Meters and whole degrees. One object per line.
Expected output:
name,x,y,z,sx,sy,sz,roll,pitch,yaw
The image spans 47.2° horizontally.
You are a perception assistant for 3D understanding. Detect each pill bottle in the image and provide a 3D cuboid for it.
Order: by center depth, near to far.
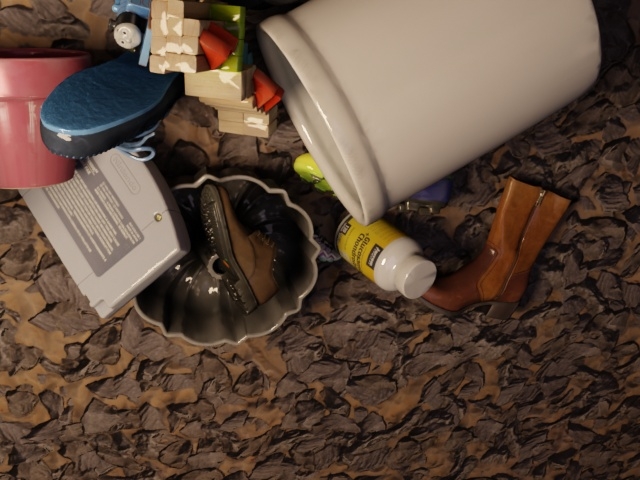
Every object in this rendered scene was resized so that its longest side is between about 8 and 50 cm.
pill bottle,0.114,0.025,1.285,0.103,0.184,0.103,-20,128,-29

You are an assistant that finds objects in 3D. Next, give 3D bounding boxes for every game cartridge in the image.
game cartridge,-0.333,-0.056,1.120,0.198,0.062,0.297,-37,76,6

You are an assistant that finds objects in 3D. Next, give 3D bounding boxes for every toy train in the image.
toy train,-0.238,-0.321,1.028,0.105,0.184,0.080,10,140,-17

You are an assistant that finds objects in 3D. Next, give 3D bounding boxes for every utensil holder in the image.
utensil holder,0.152,-0.250,1.063,0.386,0.327,0.327,-28,121,-4

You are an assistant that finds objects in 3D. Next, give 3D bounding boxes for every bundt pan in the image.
bundt pan,-0.172,0.013,1.256,0.331,0.124,0.330,-6,120,-10

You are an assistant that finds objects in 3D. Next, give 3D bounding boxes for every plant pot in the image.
plant pot,-0.422,-0.174,1.034,0.201,0.201,0.180,-2,108,-12

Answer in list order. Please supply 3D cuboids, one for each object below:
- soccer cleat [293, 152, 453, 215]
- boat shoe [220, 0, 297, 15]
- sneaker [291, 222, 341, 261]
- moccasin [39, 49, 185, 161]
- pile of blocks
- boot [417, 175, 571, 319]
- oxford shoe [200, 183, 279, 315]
soccer cleat,0.095,-0.123,1.282,0.289,0.093,0.121,11,85,-14
boat shoe,-0.137,-0.500,0.897,0.186,0.156,0.500,-52,140,-26
sneaker,0.000,0.000,1.338,0.098,0.038,0.069,7,117,-18
moccasin,-0.258,-0.177,1.012,0.138,0.342,0.116,23,124,8
pile of blocks,-0.115,-0.249,1.028,0.113,0.362,0.148,10,84,12
boot,0.319,0.013,1.390,0.264,0.096,0.280,12,114,-19
oxford shoe,-0.124,0.002,1.156,0.096,0.083,0.227,-30,123,-19
